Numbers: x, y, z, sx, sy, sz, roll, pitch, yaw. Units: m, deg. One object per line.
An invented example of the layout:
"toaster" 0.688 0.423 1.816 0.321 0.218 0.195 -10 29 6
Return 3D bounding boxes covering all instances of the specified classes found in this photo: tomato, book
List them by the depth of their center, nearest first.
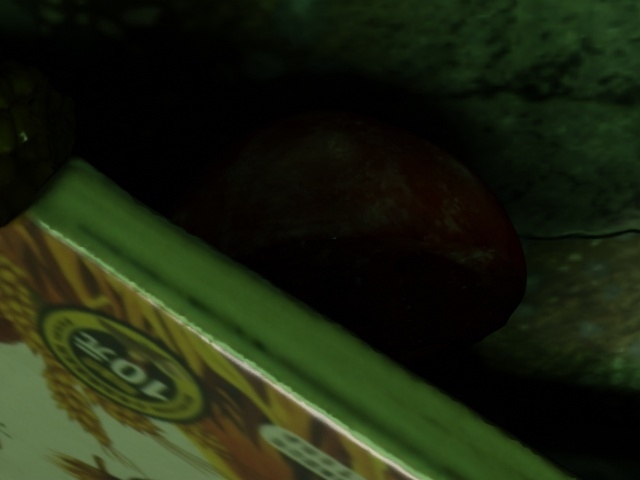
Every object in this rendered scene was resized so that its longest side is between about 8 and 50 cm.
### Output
"tomato" 0.000 0.000 0.565 0.159 0.091 0.139 -6 151 -3
"book" -0.058 0.124 0.614 0.300 0.039 0.428 33 150 -14

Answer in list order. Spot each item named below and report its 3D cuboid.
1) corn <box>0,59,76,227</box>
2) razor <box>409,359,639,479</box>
"corn" -0.252 -0.020 0.534 0.310 0.102 0.101 0 141 1
"razor" 0.140 0.171 0.759 0.326 0.107 0.189 19 140 -14
